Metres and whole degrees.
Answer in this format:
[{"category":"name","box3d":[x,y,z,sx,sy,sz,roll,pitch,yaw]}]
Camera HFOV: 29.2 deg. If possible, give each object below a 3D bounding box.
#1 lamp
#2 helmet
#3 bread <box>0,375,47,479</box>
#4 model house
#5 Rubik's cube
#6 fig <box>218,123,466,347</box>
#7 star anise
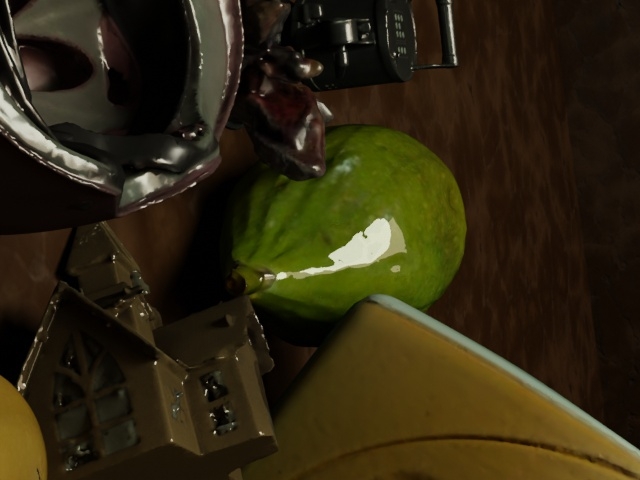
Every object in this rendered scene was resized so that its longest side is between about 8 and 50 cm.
[{"category":"lamp","box3d":[0.002,-0.195,1.206,0.172,0.227,0.147,-12,96,-66]},{"category":"helmet","box3d":[-0.199,-0.132,0.785,0.338,0.197,0.271,-54,126,-64]},{"category":"bread","box3d":[-0.247,0.150,0.744,0.217,0.098,0.147,-11,91,-67]},{"category":"model house","box3d":[-0.137,0.070,0.949,0.181,0.176,0.248,55,15,-64]},{"category":"Rubik's cube","box3d":[0.124,0.290,1.106,0.352,0.347,0.351,-56,151,-5]},{"category":"fig","box3d":[-0.006,-0.015,1.186,0.314,0.233,0.233,16,69,-47]},{"category":"star anise","box3d":[-0.078,-0.142,1.041,0.129,0.212,0.283,-58,-171,-7]}]
